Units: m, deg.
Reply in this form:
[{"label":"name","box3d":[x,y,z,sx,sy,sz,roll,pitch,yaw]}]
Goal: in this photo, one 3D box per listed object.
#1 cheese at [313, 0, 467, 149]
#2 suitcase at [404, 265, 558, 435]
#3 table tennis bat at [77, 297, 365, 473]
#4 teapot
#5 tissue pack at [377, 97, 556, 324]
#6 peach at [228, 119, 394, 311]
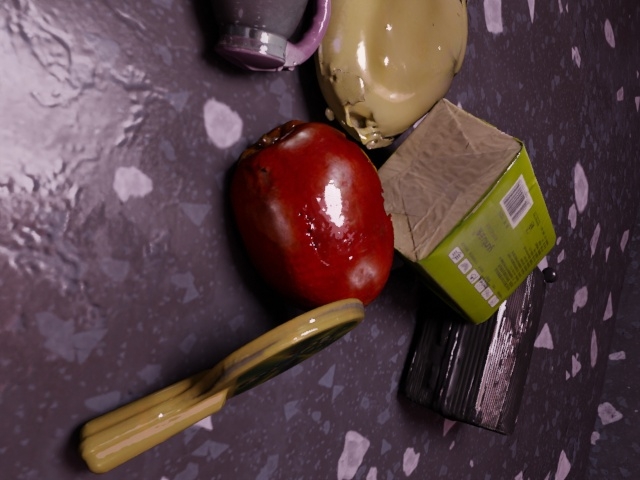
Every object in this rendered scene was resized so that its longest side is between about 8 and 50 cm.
[{"label":"cheese","box3d":[0.095,-0.275,0.681,0.259,0.128,0.316,30,68,-33]},{"label":"suitcase","box3d":[0.297,0.165,0.891,0.229,0.152,0.335,33,70,-46]},{"label":"table tennis bat","box3d":[-0.089,0.143,0.520,0.320,0.198,0.050,-23,72,-25]},{"label":"teapot","box3d":[-0.063,-0.260,0.540,0.148,0.115,0.146,-28,130,-70]},{"label":"tissue pack","box3d":[0.205,-0.027,0.720,0.200,0.167,0.274,-48,141,3]},{"label":"peach","box3d":[-0.005,0.000,0.586,0.153,0.158,0.268,-30,116,-33]}]
